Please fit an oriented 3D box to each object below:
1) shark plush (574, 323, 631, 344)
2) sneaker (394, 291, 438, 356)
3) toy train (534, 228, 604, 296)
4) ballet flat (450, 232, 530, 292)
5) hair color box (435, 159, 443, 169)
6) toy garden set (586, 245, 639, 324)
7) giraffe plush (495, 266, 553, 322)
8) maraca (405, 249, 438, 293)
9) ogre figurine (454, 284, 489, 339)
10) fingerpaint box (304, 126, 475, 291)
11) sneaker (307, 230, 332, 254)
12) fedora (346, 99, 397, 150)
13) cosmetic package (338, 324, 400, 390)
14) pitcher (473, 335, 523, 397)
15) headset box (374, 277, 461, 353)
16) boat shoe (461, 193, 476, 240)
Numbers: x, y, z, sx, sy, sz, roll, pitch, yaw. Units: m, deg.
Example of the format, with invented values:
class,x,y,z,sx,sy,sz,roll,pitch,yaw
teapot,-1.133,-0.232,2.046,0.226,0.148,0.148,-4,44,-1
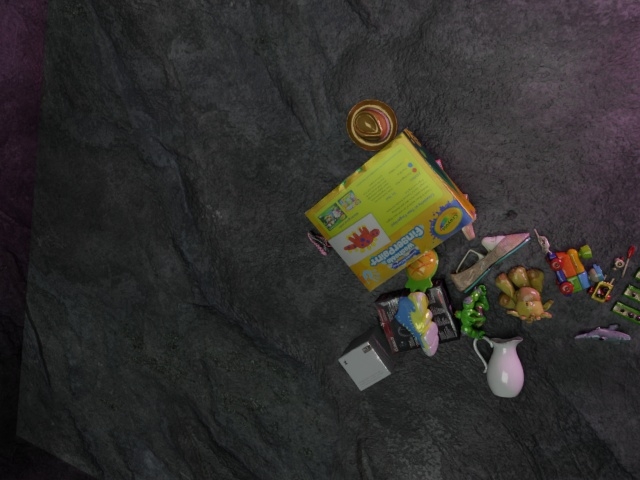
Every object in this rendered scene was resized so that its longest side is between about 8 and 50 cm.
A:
class,x,y,z,sx,sy,sz,roll,pitch,yaw
shark plush,0.957,0.320,1.701,0.161,0.067,0.073,8,104,18
sneaker,0.342,0.299,1.798,0.126,0.091,0.239,-7,99,39
toy train,0.832,0.051,1.668,0.144,0.105,0.247,-23,93,19
ballet flat,0.582,0.055,1.760,0.316,0.108,0.106,-45,78,21
hair color box,0.400,-0.193,1.783,0.093,0.053,0.167,-15,96,40
toy garden set,1.031,0.140,1.645,0.204,0.049,0.244,27,109,12
giraffe plush,0.701,0.207,1.711,0.182,0.170,0.210,-28,91,22
maraca,0.367,0.106,1.826,0.127,0.099,0.185,-7,60,40
ogre figurine,0.551,0.265,1.799,0.097,0.118,0.196,37,120,42
fingerpaint box,0.238,-0.102,1.731,0.445,0.163,0.371,-39,93,25
sneaker,0.000,0.000,1.989,0.057,0.047,0.119,-41,94,16
fedora,0.179,-0.417,1.810,0.195,0.079,0.194,4,104,18
cosmetic package,0.192,0.452,1.940,0.151,0.184,0.151,-38,88,23
pitcher,0.646,0.452,1.825,0.178,0.126,0.206,-1,91,41
headset box,0.353,0.289,1.886,0.294,0.110,0.217,-19,94,22
boat shoe,0.521,-0.084,1.770,0.059,0.063,0.169,-18,95,28
